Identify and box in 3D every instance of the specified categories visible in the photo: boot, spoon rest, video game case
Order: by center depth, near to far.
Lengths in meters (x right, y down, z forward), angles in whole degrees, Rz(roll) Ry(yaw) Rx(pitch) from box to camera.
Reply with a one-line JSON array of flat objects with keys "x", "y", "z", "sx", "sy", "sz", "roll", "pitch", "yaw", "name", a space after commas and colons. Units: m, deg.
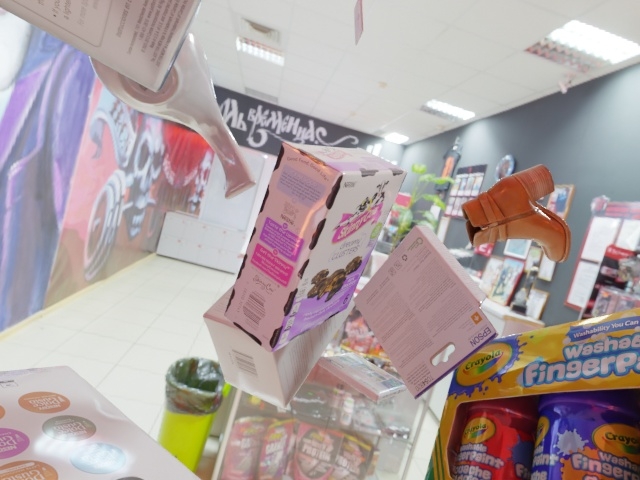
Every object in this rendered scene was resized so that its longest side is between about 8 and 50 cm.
[{"x": -0.185, "y": -0.181, "z": 0.590, "sx": 0.276, "sy": 0.137, "sz": 0.084, "roll": 56, "pitch": 14, "yaw": -39, "name": "spoon rest"}, {"x": 0.095, "y": 0.296, "z": 0.954, "sx": 0.157, "sy": 0.019, "sz": 0.143, "roll": 23, "pitch": 6, "yaw": 35, "name": "video game case"}, {"x": 0.489, "y": -0.026, "z": 1.088, "sx": 0.283, "sy": 0.220, "sz": 0.109, "roll": 61, "pitch": 5, "yaw": -28, "name": "boot"}]

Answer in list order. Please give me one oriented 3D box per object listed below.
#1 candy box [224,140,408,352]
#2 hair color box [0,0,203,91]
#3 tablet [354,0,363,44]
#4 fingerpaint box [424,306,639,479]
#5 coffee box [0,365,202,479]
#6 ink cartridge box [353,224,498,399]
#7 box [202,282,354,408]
[{"x": 0.000, "y": 0.000, "z": 0.470, "sx": 0.070, "sy": 0.196, "sz": 0.165, "roll": 31, "pitch": 23, "yaw": 24, "name": "candy box"}, {"x": -0.258, "y": -0.292, "z": 0.313, "sx": 0.374, "sy": 0.114, "sz": 0.185, "roll": 25, "pitch": -31, "yaw": -26, "name": "hair color box"}, {"x": 0.077, "y": -0.451, "z": 0.884, "sx": 0.006, "sy": 0.083, "sz": 0.054, "roll": -1, "pitch": -7, "yaw": -11, "name": "tablet"}, {"x": 0.341, "y": 0.292, "z": 0.543, "sx": 0.163, "sy": 0.371, "sz": 0.445, "roll": 37, "pitch": -34, "yaw": -11, "name": "fingerpaint box"}, {"x": -0.343, "y": 0.344, "z": 0.363, "sx": 0.334, "sy": 0.338, "sz": 0.337, "roll": 18, "pitch": 3, "yaw": 33, "name": "coffee box"}, {"x": 0.177, "y": 0.126, "z": 0.761, "sx": 0.045, "sy": 0.223, "sz": 0.224, "roll": -3, "pitch": 51, "yaw": -40, "name": "ink cartridge box"}, {"x": -0.071, "y": 0.157, "z": 0.991, "sx": 0.168, "sy": 0.215, "sz": 0.345, "roll": 13, "pitch": 38, "yaw": 27, "name": "box"}]
